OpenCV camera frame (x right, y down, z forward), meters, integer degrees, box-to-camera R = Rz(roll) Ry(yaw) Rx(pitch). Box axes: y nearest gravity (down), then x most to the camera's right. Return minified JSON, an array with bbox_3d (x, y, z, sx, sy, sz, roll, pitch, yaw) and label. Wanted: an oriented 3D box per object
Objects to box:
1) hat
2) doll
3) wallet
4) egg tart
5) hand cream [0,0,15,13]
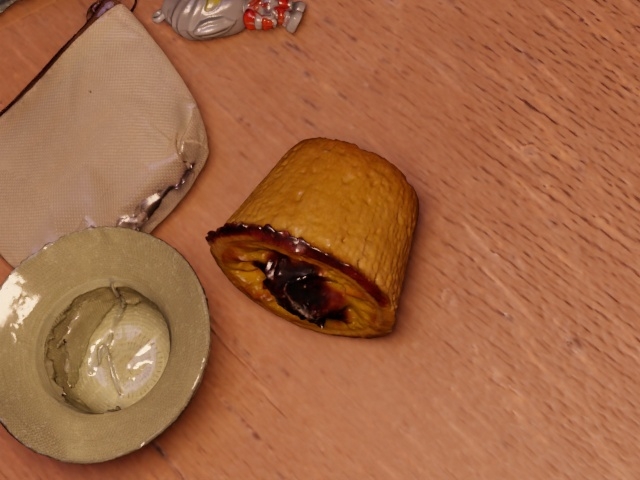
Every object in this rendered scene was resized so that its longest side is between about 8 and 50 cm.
[{"bbox_3d":[-0.223,0.122,1.667,0.257,0.130,0.257,-4,72,12],"label":"hat"},{"bbox_3d":[-0.106,-0.264,1.793,0.180,0.079,0.094,2,45,8],"label":"doll"},{"bbox_3d":[-0.275,-0.101,1.789,0.335,0.068,0.275,-44,65,5],"label":"wallet"},{"bbox_3d":[0.000,0.000,1.622,0.215,0.215,0.171,17,64,18],"label":"egg tart"},{"bbox_3d":[-0.345,-0.302,1.880,0.247,0.052,0.075,-19,44,15],"label":"hand cream"}]
